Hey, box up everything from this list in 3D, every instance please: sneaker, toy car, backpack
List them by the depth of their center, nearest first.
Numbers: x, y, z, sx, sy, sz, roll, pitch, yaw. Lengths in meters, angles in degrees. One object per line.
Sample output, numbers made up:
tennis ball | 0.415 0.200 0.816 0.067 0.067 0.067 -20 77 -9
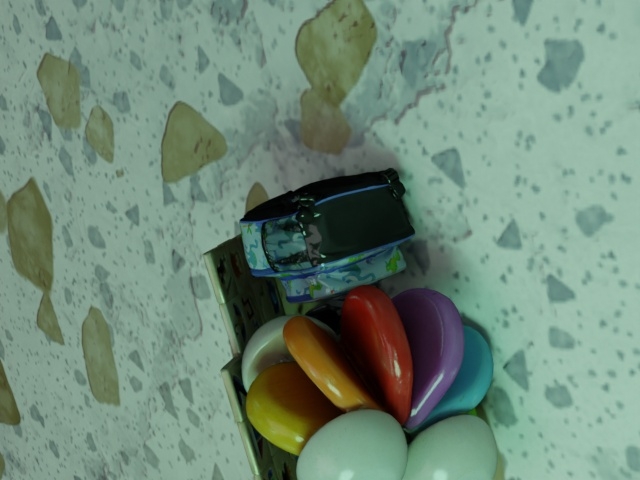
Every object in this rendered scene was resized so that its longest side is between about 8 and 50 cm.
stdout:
toy car | 0.044 0.093 0.744 0.159 0.182 0.136 51 123 48
backpack | 0.000 0.000 0.799 0.114 0.105 0.084 -4 102 53
sneaker | 0.000 0.069 0.855 0.038 0.069 0.098 58 140 14

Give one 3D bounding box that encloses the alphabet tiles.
alphabet tiles | -0.040 0.114 0.851 0.009 0.198 0.237 -16 95 12
